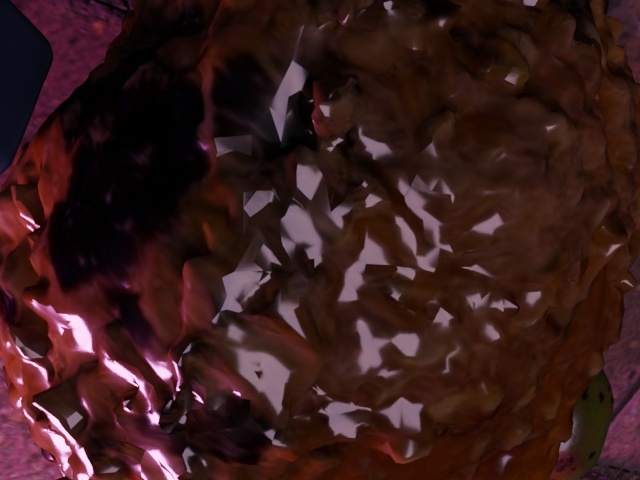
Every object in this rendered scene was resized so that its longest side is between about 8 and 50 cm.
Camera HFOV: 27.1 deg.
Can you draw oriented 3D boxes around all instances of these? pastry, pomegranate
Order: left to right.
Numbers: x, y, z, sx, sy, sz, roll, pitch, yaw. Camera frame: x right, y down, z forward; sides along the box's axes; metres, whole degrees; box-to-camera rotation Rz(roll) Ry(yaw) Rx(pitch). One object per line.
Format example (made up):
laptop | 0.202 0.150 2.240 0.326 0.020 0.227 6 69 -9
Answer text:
pastry | -0.014 0.011 0.733 0.337 0.292 0.405 -14 133 -24
pomegranate | 0.154 0.125 1.012 0.129 0.129 0.159 -22 174 -3

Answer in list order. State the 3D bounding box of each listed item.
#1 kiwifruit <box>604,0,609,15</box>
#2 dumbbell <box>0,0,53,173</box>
kiwifruit | 0.129 -0.163 0.795 0.075 0.075 0.124 -34 134 8
dumbbell | -0.277 -0.140 0.617 0.144 0.160 0.325 -10 138 30
